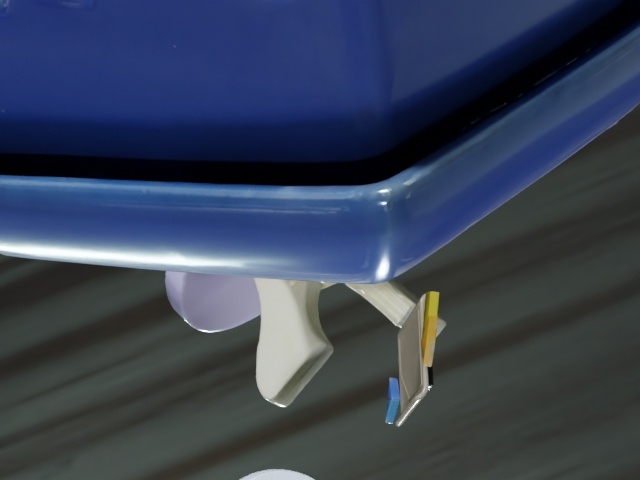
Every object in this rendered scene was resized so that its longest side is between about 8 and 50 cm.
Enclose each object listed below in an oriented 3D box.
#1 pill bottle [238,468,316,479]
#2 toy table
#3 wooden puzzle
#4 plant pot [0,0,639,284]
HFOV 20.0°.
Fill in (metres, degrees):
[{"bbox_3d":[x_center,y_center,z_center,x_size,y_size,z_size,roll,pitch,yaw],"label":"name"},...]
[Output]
[{"bbox_3d":[-0.038,0.253,1.490,0.208,0.119,0.119,106,142,-74],"label":"pill bottle"},{"bbox_3d":[0.000,0.000,1.600,0.252,0.274,0.161,14,-157,-49],"label":"toy table"},{"bbox_3d":[0.062,0.078,1.176,0.116,0.014,0.078,125,152,-72],"label":"wooden puzzle"},{"bbox_3d":[-0.018,-0.114,0.585,0.236,0.236,0.212,4,114,36],"label":"plant pot"}]
